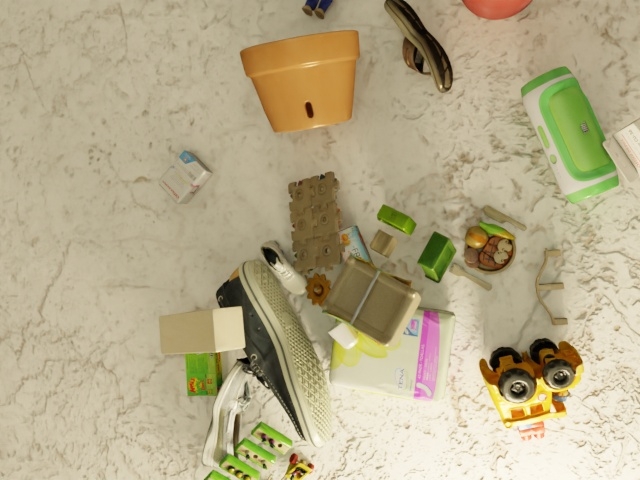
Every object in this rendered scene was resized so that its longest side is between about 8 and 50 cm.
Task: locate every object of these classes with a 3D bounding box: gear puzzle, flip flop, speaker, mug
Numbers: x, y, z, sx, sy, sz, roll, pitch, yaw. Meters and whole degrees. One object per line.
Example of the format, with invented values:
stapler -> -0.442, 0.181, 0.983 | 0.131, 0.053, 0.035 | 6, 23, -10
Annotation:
gear puzzle -> 0.000, 0.000, 1.394 | 0.175, 0.044, 0.339 | -11, 79, 39
flip flop -> 0.236, -0.479, 1.348 | 0.080, 0.112, 0.277 | -38, 85, 37
speaker -> 0.575, -0.242, 1.256 | 0.131, 0.131, 0.297 | -23, 86, 12
mug -> 0.066, 0.223, 1.313 | 0.078, 0.062, 0.064 | -38, 88, 17

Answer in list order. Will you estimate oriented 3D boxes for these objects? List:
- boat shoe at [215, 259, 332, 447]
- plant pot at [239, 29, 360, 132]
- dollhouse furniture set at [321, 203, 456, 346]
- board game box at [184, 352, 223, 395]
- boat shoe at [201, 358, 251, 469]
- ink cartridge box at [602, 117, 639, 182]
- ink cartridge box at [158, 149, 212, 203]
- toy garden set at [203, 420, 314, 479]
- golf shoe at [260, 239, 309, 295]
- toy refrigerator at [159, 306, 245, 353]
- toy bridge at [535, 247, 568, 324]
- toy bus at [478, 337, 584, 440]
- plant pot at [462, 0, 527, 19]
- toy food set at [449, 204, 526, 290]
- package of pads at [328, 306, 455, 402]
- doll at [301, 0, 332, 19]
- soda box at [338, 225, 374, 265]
boat shoe -> -0.120, 0.296, 1.400 | 0.156, 0.186, 0.501 | -31, 79, 17
plant pot -> -0.036, -0.383, 1.332 | 0.290, 0.291, 0.204 | -6, 107, 13
dollhouse furniture set -> 0.168, 0.095, 1.326 | 0.197, 0.151, 0.302 | 28, 87, 22
board game box -> -0.326, 0.338, 1.511 | 0.092, 0.043, 0.182 | -4, 90, 13
boat shoe -> -0.235, 0.473, 1.461 | 0.103, 0.118, 0.321 | 17, 99, 4
ink cartridge box -> 0.736, -0.222, 1.203 | 0.198, 0.067, 0.115 | -30, 84, -20
ink cartridge box -> -0.376, -0.174, 1.510 | 0.088, 0.052, 0.122 | 45, 98, 9
toy garden set -> -0.156, 0.621, 1.437 | 0.203, 0.049, 0.244 | 38, 104, -17
golf shoe -> -0.103, 0.078, 1.436 | 0.069, 0.086, 0.176 | -44, 83, 8
toy refrigerator -> -0.302, 0.230, 1.375 | 0.269, 0.094, 0.102 | -14, 79, 45
toy bridge -> 0.556, 0.112, 1.316 | 0.063, 0.026, 0.188 | -6, 89, 14
toy bus -> 0.510, 0.361, 1.280 | 0.220, 0.149, 0.212 | -17, 100, 10
plant pot -> 0.414, -0.638, 1.225 | 0.274, 0.243, 0.275 | 0, 90, 13
toy food set -> 0.415, 0.021, 1.340 | 0.132, 0.038, 0.192 | 28, 97, 11
package of pads -> 0.176, 0.275, 1.368 | 0.296, 0.101, 0.229 | 8, 91, 13
doll -> 0.024, -0.675, 1.414 | 0.129, 0.046, 0.189 | 23, 90, 21
soda box -> 0.099, 0.054, 1.403 | 0.062, 0.058, 0.183 | -23, 87, 12
